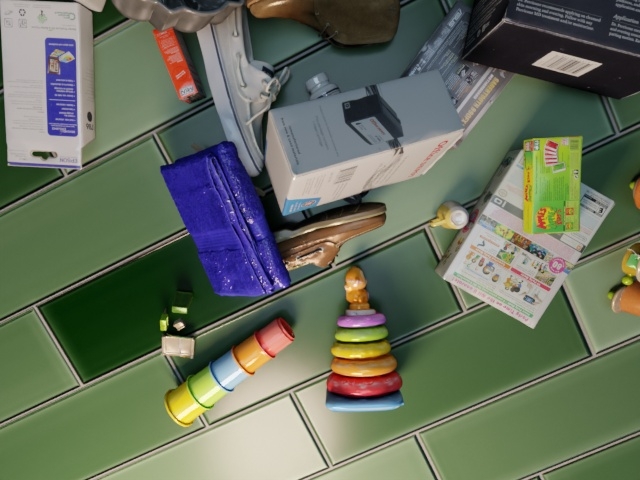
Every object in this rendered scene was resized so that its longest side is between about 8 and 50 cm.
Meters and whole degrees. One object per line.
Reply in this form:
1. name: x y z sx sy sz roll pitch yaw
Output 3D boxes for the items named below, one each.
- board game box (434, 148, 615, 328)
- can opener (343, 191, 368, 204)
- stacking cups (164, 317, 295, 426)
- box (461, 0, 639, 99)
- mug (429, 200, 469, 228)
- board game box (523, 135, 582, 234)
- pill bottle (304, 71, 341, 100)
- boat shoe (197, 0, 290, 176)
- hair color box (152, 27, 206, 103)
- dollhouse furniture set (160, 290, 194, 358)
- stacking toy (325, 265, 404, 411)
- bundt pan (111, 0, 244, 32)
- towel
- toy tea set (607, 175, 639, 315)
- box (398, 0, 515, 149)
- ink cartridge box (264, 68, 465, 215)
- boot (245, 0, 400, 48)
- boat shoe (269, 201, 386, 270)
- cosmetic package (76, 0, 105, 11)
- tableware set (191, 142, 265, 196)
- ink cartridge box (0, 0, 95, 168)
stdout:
1. board game box: 0.420 -0.004 0.975 0.224 0.097 0.303 30 97 -2
2. can opener: 0.025 -0.151 0.983 0.186 0.073 0.059 42 106 4
3. stacking cups: -0.195 0.295 1.042 0.316 0.096 0.096 -34 97 5
4. box: 0.475 -0.462 0.827 0.344 0.179 0.312 13 91 -5
5. mug: 0.281 -0.045 0.988 0.062 0.064 0.078 39 98 -5
6. board game box: 0.445 -0.105 0.891 0.092 0.043 0.181 -3 98 2
7. pill bottle: 0.018 -0.281 0.956 0.067 0.067 0.120 -29 97 6
8. boat shoe: -0.136 -0.318 0.933 0.157 0.136 0.366 -14 89 1
9. hair color box: -0.287 -0.359 0.950 0.043 0.072 0.141 -21 97 4
10. dollhouse furniture set: -0.324 0.195 1.064 0.076 0.058 0.151 6 118 -7
11. stacking toy: 0.088 0.206 1.007 0.166 0.175 0.301 -3 85 2
12. bundt pan: -0.270 -0.503 0.789 0.331 0.124 0.330 7 76 -29
13. towel: -0.202 -0.028 0.932 0.228 0.076 0.308 -9 108 40
14. toy tea set: 0.694 -0.002 0.979 0.200 0.124 0.335 23 97 -32
15. box: 0.274 -0.333 0.946 0.183 0.056 0.231 36 98 -5
16. ink cartridge box: 0.064 -0.171 0.847 0.308 0.223 0.128 -17 80 -12
17. boot: 0.010 -0.438 0.906 0.306 0.112 0.115 -4 110 -7
18. boat shoe: 0.000 0.000 0.989 0.308 0.110 0.104 -15 102 14
19. cosmetic package: -0.523 -0.685 0.775 0.328 0.329 0.393 25 98 -3
20. tableware set: -0.210 -0.110 0.999 0.194 0.039 0.128 34 122 2
21. ink cartridge box: -0.566 -0.318 0.969 0.166 0.065 0.332 4 98 1
